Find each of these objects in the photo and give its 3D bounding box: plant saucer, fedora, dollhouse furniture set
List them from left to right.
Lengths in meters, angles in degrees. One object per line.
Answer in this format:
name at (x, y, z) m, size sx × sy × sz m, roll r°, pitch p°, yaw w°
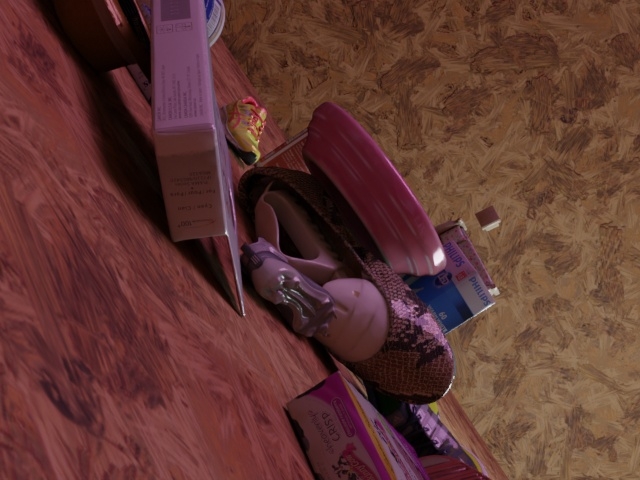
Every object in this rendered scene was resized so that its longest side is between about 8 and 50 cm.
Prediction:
fedora at (-0.259, -0.263, 1.129) m, size 0.194 × 0.079 × 0.194 m, roll -24°, pitch 90°, yaw -86°
plant saucer at (0.073, -0.067, 1.551) m, size 0.332 × 0.084 × 0.332 m, roll 54°, pitch -5°, yaw 7°
dollhouse furniture set at (0.272, 0.094, 2.113) m, size 0.174 × 0.355 × 0.303 m, roll 50°, pitch 14°, yaw -58°

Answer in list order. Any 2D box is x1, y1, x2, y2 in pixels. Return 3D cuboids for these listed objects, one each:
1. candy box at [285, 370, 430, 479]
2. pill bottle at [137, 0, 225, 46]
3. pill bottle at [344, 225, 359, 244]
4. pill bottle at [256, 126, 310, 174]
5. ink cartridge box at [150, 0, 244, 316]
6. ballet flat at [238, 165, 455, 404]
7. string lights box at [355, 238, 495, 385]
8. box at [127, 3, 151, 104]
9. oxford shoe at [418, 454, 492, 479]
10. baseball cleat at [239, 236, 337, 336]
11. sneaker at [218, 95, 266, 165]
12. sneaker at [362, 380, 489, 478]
candy box at (0.066, 0.258, 1.018) m, size 0.233 × 0.071 × 0.159 m, roll 50°, pitch 9°, yaw -50°
pill bottle at (-0.270, -0.418, 1.582) m, size 0.153 × 0.153 × 0.264 m, roll 59°, pitch 5°, yaw 20°
pill bottle at (0.000, 0.000, 1.740) m, size 0.119 × 0.119 × 0.208 m, roll 53°, pitch 6°, yaw -35°
pill bottle at (-0.022, -0.178, 2.087) m, size 0.121 × 0.216 × 0.121 m, roll 56°, pitch 5°, yaw -8°
ink cartridge box at (-0.139, -0.101, 1.074) m, size 0.296 × 0.066 × 0.261 m, roll -101°, pitch -174°, yaw -48°
ballet flat at (0.006, 0.056, 1.442) m, size 0.182 × 0.164 × 0.483 m, roll 16°, pitch 30°, yaw -49°
string lights box at (0.150, 0.120, 1.620) m, size 0.077 × 0.259 × 0.133 m, roll 54°, pitch 5°, yaw -26°
box at (-0.231, -0.254, 1.392) m, size 0.137 × 0.072 × 0.126 m, roll 58°, pitch 6°, yaw 6°
oxford shoe at (0.204, 0.430, 1.187) m, size 0.397 × 0.140 × 0.147 m, roll -124°, pitch -151°, yaw -54°
baseball cleat at (-0.044, 0.055, 1.262) m, size 0.109 × 0.072 × 0.206 m, roll 52°, pitch -2°, yaw 31°
sneaker at (-0.147, -0.230, 1.917) m, size 0.081 × 0.094 × 0.208 m, roll 55°, pitch 7°, yaw -40°
sneaker at (0.144, 0.302, 1.435) m, size 0.121 × 0.111 × 0.300 m, roll 37°, pitch 12°, yaw -45°
